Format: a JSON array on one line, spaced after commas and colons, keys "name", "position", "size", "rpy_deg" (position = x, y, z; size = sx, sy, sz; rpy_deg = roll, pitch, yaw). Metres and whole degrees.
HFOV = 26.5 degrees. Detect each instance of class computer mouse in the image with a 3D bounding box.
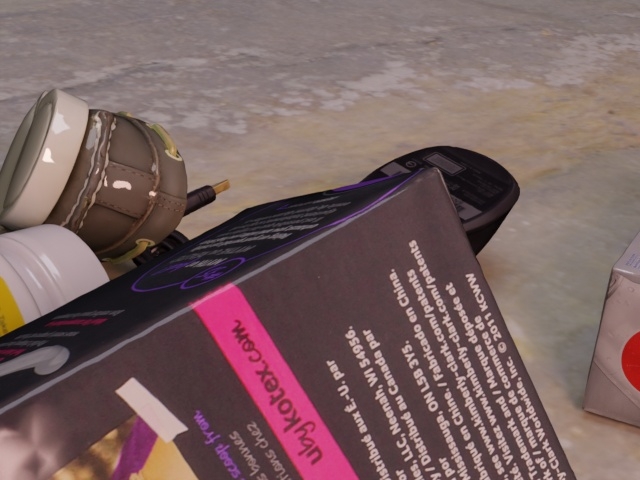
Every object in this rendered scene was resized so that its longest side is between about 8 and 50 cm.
[{"name": "computer mouse", "position": [0.000, 0.000, 0.923], "size": [0.184, 0.060, 0.262], "rpy_deg": [28, 44, 33]}]

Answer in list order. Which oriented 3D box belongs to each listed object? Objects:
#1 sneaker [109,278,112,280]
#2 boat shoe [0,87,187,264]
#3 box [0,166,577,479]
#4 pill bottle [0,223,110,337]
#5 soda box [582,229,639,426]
[{"name": "sneaker", "position": [-0.186, 0.035, 0.825], "size": [0.144, 0.059, 0.053], "rpy_deg": [12, -9, -26]}, {"name": "boat shoe", "position": [-0.156, -0.036, 0.877], "size": [0.091, 0.109, 0.305], "rpy_deg": [21, -3, -16]}, {"name": "box", "position": [-0.072, 0.100, 0.448], "size": [0.270, 0.143, 0.165], "rpy_deg": [-28, 8, -26]}, {"name": "pill bottle", "position": [-0.208, 0.064, 0.668], "size": [0.208, 0.119, 0.119], "rpy_deg": [-19, 33, -41]}, {"name": "soda box", "position": [0.255, 0.020, 0.866], "size": [0.091, 0.098, 0.286], "rpy_deg": [16, 27, 22]}]
